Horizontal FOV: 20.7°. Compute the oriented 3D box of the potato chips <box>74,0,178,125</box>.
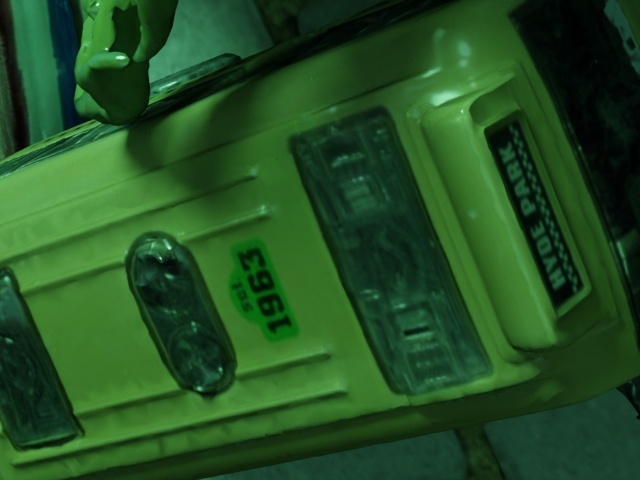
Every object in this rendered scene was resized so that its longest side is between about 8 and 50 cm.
[{"bbox_3d":[-0.038,-0.252,0.639,0.389,0.097,0.373,-54,40,29],"label":"potato chips"}]

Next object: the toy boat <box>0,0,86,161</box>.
[{"bbox_3d":[-0.161,-0.095,0.903,0.080,0.046,0.228,17,121,32],"label":"toy boat"}]

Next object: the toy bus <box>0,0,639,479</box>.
[{"bbox_3d":[0.000,0.000,0.728,0.365,0.202,0.176,-18,98,39],"label":"toy bus"}]
